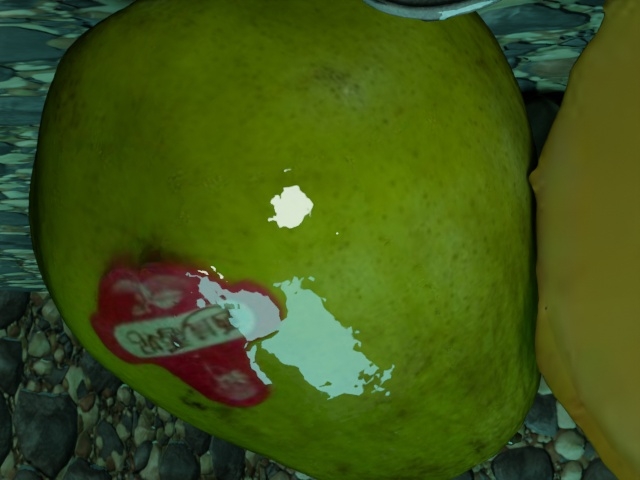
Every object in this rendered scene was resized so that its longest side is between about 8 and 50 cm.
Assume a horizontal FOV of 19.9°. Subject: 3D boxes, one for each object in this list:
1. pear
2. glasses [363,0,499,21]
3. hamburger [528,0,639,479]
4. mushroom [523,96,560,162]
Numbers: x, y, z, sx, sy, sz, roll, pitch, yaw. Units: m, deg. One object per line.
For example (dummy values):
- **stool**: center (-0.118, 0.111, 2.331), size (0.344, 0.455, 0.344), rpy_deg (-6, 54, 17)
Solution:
- **pear**: center (0.000, 0.000, 1.037), size (0.287, 0.287, 0.375), rpy_deg (-11, 129, 50)
- **glasses**: center (0.059, -0.192, 0.645), size (0.234, 0.118, 0.268), rpy_deg (-4, 153, 29)
- **hamburger**: center (0.324, -0.001, 0.984), size (0.396, 0.395, 0.277), rpy_deg (-6, 169, 30)
- **mushroom**: center (0.218, -0.026, 1.491), size (0.244, 0.243, 0.243), rpy_deg (-2, 173, 0)
